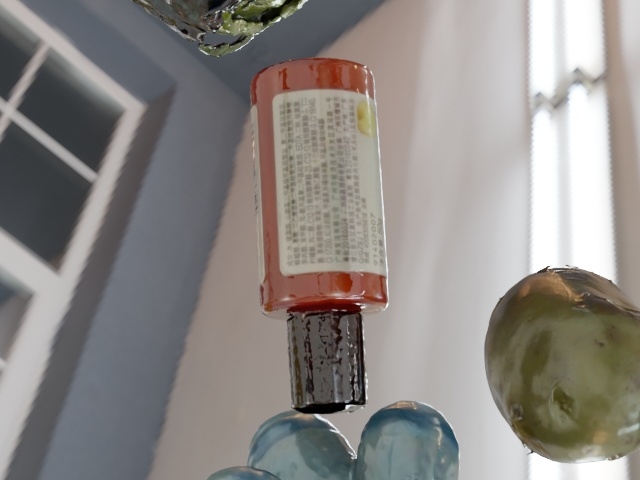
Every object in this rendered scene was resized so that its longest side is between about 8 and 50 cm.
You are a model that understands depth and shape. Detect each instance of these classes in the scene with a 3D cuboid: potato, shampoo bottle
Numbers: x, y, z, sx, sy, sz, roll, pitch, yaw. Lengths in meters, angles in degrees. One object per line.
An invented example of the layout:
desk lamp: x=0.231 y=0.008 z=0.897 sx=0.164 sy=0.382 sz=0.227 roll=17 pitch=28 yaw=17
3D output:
potato: x=0.219 y=0.105 z=1.195 sx=0.165 sy=0.165 sz=0.262 roll=-47 pitch=-169 yaw=6
shampoo bottle: x=0.000 y=0.000 z=1.105 sx=0.104 sy=0.104 sz=0.278 roll=-17 pitch=-108 yaw=51

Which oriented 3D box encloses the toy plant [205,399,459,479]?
toy plant: x=0.029 y=0.255 z=1.046 sx=0.247 sy=0.247 sz=0.332 roll=-45 pitch=-132 yaw=10

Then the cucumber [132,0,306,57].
cucumber: x=-0.099 y=-0.148 z=0.436 sx=0.067 sy=0.245 sz=0.067 roll=-46 pitch=-162 yaw=19
